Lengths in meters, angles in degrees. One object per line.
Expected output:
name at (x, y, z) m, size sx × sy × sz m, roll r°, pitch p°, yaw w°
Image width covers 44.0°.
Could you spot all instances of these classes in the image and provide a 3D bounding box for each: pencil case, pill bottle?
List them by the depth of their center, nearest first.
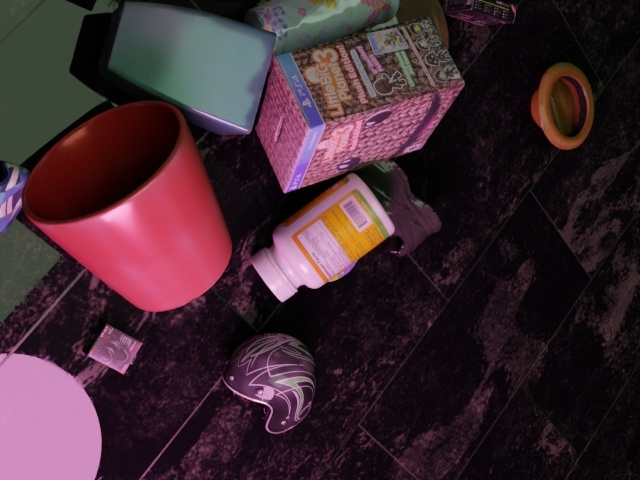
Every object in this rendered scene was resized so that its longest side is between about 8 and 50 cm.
pencil case at (0.003, -0.395, 1.389) m, size 0.273 × 0.124 × 0.114 m, roll -27°, pitch 72°, yaw -17°
pill bottle at (0.000, 0.000, 1.438) m, size 0.245 × 0.136 × 0.136 m, roll -36°, pitch 117°, yaw 0°

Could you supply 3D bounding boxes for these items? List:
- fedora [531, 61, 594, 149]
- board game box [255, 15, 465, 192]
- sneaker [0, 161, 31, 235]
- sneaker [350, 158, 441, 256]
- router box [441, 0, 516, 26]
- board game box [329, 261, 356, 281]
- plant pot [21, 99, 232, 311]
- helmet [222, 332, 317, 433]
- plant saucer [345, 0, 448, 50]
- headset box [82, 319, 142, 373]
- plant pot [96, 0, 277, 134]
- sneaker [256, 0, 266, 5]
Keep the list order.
fedora at (0.532, -0.299, 1.781) m, size 0.194 × 0.079 × 0.195 m, roll -1°, pitch 93°, yaw -30°
board game box at (0.059, -0.230, 1.359) m, size 0.290 × 0.232 × 0.141 m, roll -20°, pitch 74°, yaw -19°
sneaker at (-0.488, -0.054, 1.197) m, size 0.059 × 0.053 × 0.144 m, roll 38°, pitch 69°, yaw -32°
sneaker at (0.119, -0.077, 1.549) m, size 0.130 × 0.109 × 0.286 m, roll -46°, pitch 115°, yaw -6°
router box at (0.322, -0.470, 1.611) m, size 0.122 × 0.092 × 0.038 m, roll 5°, pitch 95°, yaw -33°
board game box at (0.023, 0.002, 1.538) m, size 0.133 × 0.033 × 0.169 m, roll -43°, pitch 117°, yaw -19°
plant pot at (-0.272, -0.040, 1.218) m, size 0.275 × 0.275 × 0.243 m, roll -45°, pitch 133°, yaw -18°
helmet at (-0.089, 0.247, 1.434) m, size 0.169 × 0.169 × 0.162 m, roll -28°, pitch 128°, yaw -25°
plant saucer at (0.149, -0.389, 1.548) m, size 0.277 × 0.041 × 0.278 m, roll -6°, pitch 102°, yaw -30°
headset box at (-0.347, 0.182, 1.336) m, size 0.083 × 0.032 × 0.062 m, roll 37°, pitch 78°, yaw -30°
plant pot at (-0.223, -0.284, 1.266) m, size 0.234 × 0.165 × 0.166 m, roll 16°, pitch 90°, yaw -25°
sneaker at (-0.115, -0.524, 1.351) m, size 0.097 × 0.084 × 0.235 m, roll -8°, pitch 104°, yaw -56°
